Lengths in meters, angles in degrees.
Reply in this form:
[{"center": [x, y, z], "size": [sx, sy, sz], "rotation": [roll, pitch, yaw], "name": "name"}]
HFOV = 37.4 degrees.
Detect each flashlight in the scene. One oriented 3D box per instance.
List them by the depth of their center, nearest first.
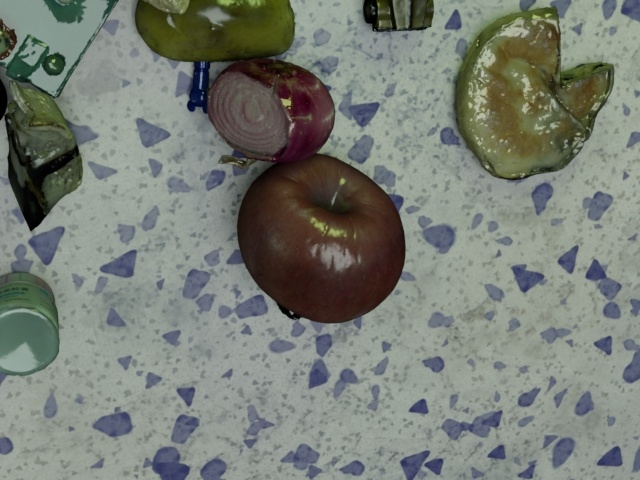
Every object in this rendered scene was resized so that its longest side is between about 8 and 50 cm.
[{"center": [-0.203, -0.280, 1.625], "size": [0.035, 0.057, 0.121], "rotation": [-9, 108, -52], "name": "flashlight"}]

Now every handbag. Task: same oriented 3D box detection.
[{"center": [-0.450, -0.392, 1.445], "size": [0.269, 0.100, 0.274], "rotation": [34, 82, -24], "name": "handbag"}]

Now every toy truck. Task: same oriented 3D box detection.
[{"center": [0.146, -0.483, 1.610], "size": [0.127, 0.127, 0.257], "rotation": [-6, 114, -16], "name": "toy truck"}]

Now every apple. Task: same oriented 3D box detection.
[{"center": [0.000, 0.000, 1.654], "size": [0.306, 0.305, 0.235], "rotation": [6, 137, -19], "name": "apple"}]

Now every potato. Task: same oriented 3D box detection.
[{"center": [-0.165, -0.375, 1.546], "size": [0.272, 0.111, 0.160], "rotation": [-4, 98, -12], "name": "potato"}]

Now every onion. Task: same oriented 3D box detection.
[{"center": [-0.072, -0.223, 1.595], "size": [0.201, 0.207, 0.200], "rotation": [0, 90, -48], "name": "onion"}]

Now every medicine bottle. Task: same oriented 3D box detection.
[{"center": [-0.512, 0.139, 1.604], "size": [0.135, 0.168, 0.135], "rotation": [-5, 109, -14], "name": "medicine bottle"}]

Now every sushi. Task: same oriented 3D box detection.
[{"center": [-0.435, -0.156, 1.500], "size": [0.109, 0.134, 0.273], "rotation": [-16, 141, -26], "name": "sushi"}]

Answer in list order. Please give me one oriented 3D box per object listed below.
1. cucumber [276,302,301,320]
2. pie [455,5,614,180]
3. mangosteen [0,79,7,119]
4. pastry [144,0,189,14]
[{"center": [-0.084, 0.073, 1.776], "size": [0.053, 0.053, 0.181], "rotation": [-33, 114, -4], "name": "cucumber"}, {"center": [0.396, -0.269, 1.788], "size": [0.338, 0.075, 0.337], "rotation": [-6, 115, -12], "name": "pie"}, {"center": [-0.568, -0.213, 1.498], "size": [0.137, 0.137, 0.151], "rotation": [-1, 143, -16], "name": "mangosteen"}, {"center": [-0.198, -0.450, 1.475], "size": [0.121, 0.089, 0.258], "rotation": [40, 61, 1], "name": "pastry"}]
